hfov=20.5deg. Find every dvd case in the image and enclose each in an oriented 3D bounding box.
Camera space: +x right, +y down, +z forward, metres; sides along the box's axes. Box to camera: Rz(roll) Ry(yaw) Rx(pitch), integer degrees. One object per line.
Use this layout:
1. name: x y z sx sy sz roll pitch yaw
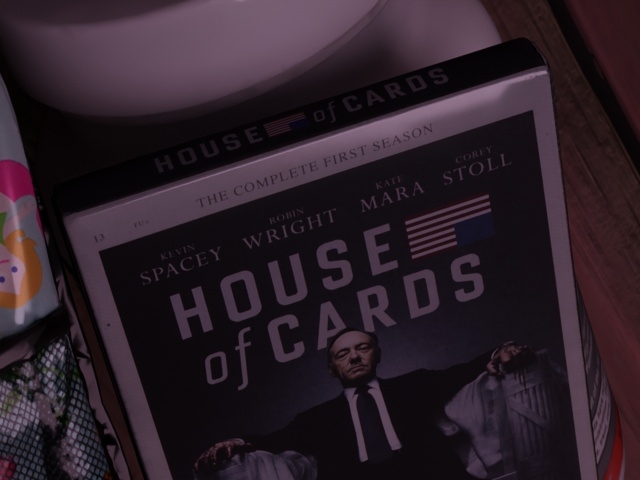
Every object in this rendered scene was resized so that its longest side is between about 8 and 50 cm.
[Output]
1. dvd case: 0.014 0.053 0.680 0.179 0.029 0.239 -18 127 -7

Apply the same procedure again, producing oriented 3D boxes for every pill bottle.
1. pill bottle: 0.000 0.000 0.789 0.210 0.210 0.363 -38 130 -20

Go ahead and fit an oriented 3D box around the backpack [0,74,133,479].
1. backpack: -0.185 0.026 0.640 0.191 0.225 0.253 -19 111 -31
